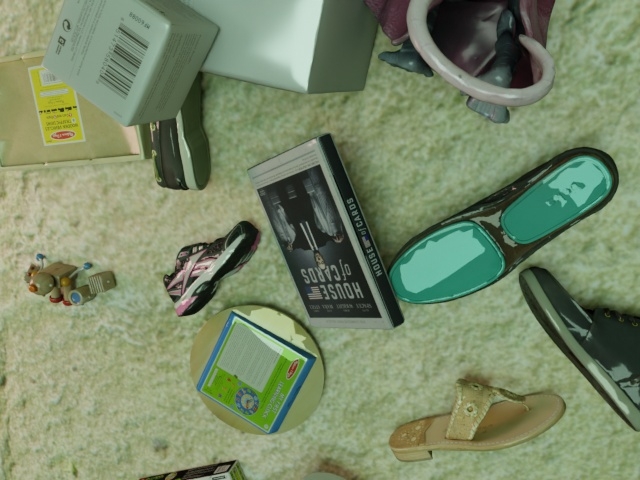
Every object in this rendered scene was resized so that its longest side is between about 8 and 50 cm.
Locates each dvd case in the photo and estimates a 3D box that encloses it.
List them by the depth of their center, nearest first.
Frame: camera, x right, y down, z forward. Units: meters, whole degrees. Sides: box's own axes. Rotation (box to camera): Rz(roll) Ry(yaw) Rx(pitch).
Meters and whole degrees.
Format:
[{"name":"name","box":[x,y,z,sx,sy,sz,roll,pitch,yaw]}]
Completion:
[{"name":"dvd case","box":[0.000,0.000,0.735,0.179,0.029,0.238,-11,102,56]}]

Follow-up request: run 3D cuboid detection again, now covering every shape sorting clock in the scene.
[{"name":"shape sorting clock","box":[-0.094,0.192,0.859,0.206,0.040,0.206,3,102,15]}]

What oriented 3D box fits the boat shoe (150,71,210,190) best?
[{"name":"boat shoe","box":[-0.199,-0.178,0.773,0.069,0.081,0.227,1,107,13]}]

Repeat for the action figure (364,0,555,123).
[{"name":"action figure","box":[0.177,-0.313,0.512,0.248,0.276,0.370,32,107,8]}]

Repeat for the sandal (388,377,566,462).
[{"name":"sandal","box":[0.183,0.220,0.753,0.240,0.088,0.079,-25,101,27]}]

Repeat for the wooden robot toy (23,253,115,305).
[{"name":"wooden robot toy","box":[-0.416,0.074,0.911,0.173,0.079,0.076,9,106,16]}]

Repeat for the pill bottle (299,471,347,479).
[{"name":"pill bottle","box":[-0.040,0.500,0.850,0.176,0.176,0.318,28,111,9]}]

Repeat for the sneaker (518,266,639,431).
[{"name":"sneaker","box":[0.342,0.099,0.687,0.118,0.083,0.222,-38,83,4]}]

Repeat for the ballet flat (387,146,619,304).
[{"name":"ballet flat","box":[0.208,-0.010,0.678,0.280,0.096,0.095,-31,91,23]}]

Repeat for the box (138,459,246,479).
[{"name":"box","box":[-0.209,0.438,0.963,0.207,0.036,0.114,-18,98,21]}]

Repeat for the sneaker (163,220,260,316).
[{"name":"sneaker","box":[-0.166,0.029,0.827,0.178,0.072,0.077,-44,78,17]}]

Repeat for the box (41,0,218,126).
[{"name":"box","box":[-0.168,-0.173,0.519,0.102,0.087,0.101,36,115,6]}]

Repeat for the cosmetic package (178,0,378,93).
[{"name":"cosmetic package","box":[-0.068,-0.249,0.635,0.225,0.224,0.138,15,109,14]}]

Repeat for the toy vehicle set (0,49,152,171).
[{"name":"toy vehicle set","box":[-0.374,-0.192,0.850,0.267,0.035,0.166,-1,104,18]}]
